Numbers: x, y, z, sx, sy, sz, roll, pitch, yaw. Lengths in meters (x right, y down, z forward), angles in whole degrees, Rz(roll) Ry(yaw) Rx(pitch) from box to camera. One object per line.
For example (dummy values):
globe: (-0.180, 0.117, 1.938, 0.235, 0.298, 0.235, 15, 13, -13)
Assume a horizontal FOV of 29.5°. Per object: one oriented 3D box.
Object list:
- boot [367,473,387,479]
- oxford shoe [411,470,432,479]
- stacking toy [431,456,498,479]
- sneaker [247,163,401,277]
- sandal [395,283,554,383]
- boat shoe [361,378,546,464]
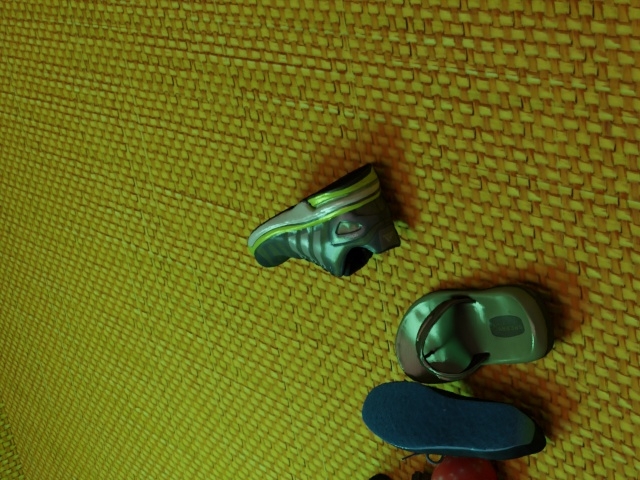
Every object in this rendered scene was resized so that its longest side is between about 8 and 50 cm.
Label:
boot: (0.072, 0.526, 1.746, 0.348, 0.260, 0.131, 47, 143, 26)
oxford shoe: (0.186, 0.425, 1.699, 0.083, 0.096, 0.227, 62, -171, -69)
stacking toy: (0.242, 0.431, 1.591, 0.141, 0.141, 0.330, -34, 75, 56)
sneaker: (0.000, 0.000, 1.660, 0.121, 0.111, 0.300, 61, 149, -1)
sandal: (0.169, 0.119, 1.508, 0.303, 0.086, 0.120, -28, 86, 61)
boat shoe: (0.167, 0.248, 1.563, 0.258, 0.089, 0.109, 12, 75, 43)
